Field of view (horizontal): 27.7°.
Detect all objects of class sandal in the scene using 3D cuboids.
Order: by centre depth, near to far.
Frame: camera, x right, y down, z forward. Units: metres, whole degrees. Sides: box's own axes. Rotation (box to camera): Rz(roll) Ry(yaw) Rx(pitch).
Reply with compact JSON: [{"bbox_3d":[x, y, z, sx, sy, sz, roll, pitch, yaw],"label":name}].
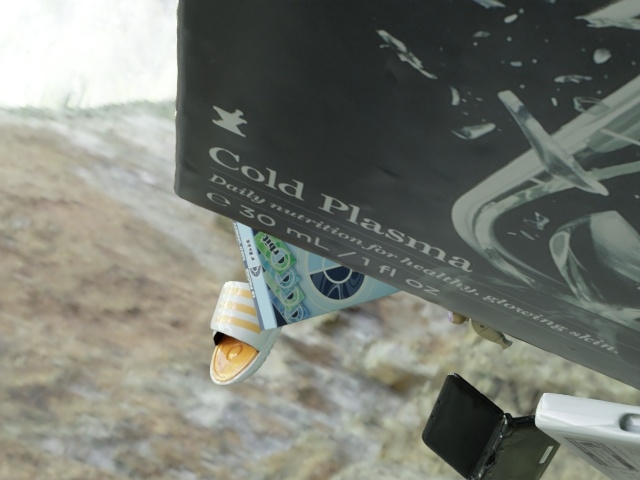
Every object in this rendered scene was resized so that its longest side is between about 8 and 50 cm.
[{"bbox_3d":[-0.087,0.065,1.682,0.102,0.265,0.076,-6,139,47],"label":"sandal"}]

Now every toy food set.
[{"bbox_3d":[0.194,0.090,1.584,0.122,0.078,0.019,31,-132,-7],"label":"toy food set"}]

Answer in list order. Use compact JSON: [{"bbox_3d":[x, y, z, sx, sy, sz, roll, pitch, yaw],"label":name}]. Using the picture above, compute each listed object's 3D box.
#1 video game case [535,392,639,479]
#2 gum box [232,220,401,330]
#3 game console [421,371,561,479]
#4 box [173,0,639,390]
[{"bbox_3d":[0.388,0.215,1.123,0.300,0.036,0.329,4,158,38],"label":"video game case"},{"bbox_3d":[0.000,0.000,1.417,0.184,0.157,0.041,-14,179,-32],"label":"gum box"},{"bbox_3d":[0.167,0.179,1.234,0.107,0.122,0.071,-5,-128,-17],"label":"game console"},{"bbox_3d":[0.197,-0.141,0.643,0.480,0.297,0.472,22,156,3],"label":"box"}]
